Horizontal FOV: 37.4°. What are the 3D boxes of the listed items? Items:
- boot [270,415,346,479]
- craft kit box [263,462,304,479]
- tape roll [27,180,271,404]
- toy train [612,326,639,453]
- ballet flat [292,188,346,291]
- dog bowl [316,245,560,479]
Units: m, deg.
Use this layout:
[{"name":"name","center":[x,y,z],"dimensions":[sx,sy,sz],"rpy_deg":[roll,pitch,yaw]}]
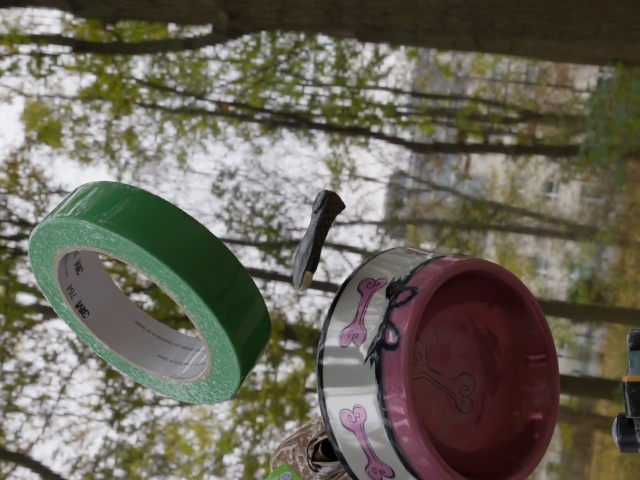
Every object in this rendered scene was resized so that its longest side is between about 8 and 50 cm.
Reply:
[{"name":"boot","center":[0.007,0.335,1.528],"dimensions":[0.115,0.305,0.112],"rpy_deg":[3,-113,-47]},{"name":"craft kit box","center":[-0.071,0.468,1.347],"dimensions":[0.247,0.250,0.061],"rpy_deg":[-39,-53,-17]},{"name":"tape roll","center":[-0.216,0.073,1.188],"dimensions":[0.077,0.321,0.321],"rpy_deg":[-53,-30,-36]},{"name":"toy train","center":[0.528,0.192,1.162],"dimensions":[0.142,0.334,0.190],"rpy_deg":[-7,-89,-67]},{"name":"ballet flat","center":[0.000,0.000,1.387],"dimensions":[0.057,0.049,0.173],"rpy_deg":[-28,37,55]},{"name":"dog bowl","center":[0.195,0.201,1.400],"dimensions":[0.408,0.150,0.407],"rpy_deg":[9,-104,-39]}]
